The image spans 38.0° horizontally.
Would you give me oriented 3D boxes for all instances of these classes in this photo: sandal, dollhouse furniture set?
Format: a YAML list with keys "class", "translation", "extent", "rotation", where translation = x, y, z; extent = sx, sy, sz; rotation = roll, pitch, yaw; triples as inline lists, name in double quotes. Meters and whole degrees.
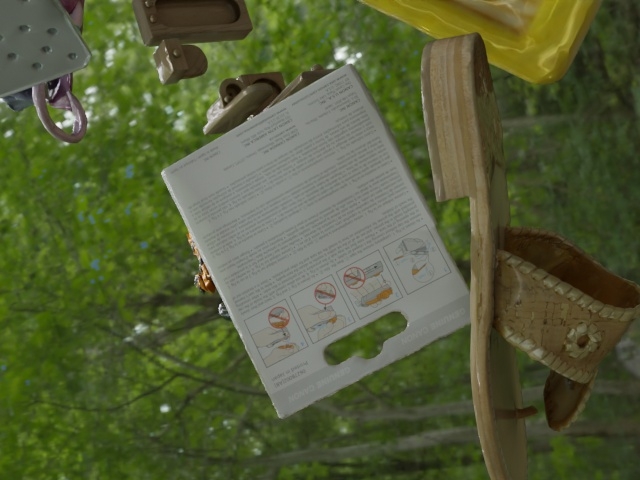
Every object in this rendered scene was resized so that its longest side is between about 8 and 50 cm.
- class: "sandal"
  translation: [0.108, 0.021, 0.428]
  extent: [0.088, 0.079, 0.240]
  rotation: [-54, -47, -61]
- class: "dollhouse furniture set"
  translation: [-0.080, -0.197, 0.905]
  extent: [0.144, 0.123, 0.151]
  rotation: [-12, -100, -32]

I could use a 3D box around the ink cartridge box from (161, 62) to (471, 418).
- class: "ink cartridge box"
  translation: [0.000, 0.000, 0.740]
  extent: [0.224, 0.181, 0.056]
  rotation: [63, -172, 7]

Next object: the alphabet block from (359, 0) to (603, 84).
- class: "alphabet block"
  translation: [0.094, -0.216, 0.539]
  extent: [0.194, 0.192, 0.197]
  rotation: [25, -164, 7]

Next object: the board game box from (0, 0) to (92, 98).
- class: "board game box"
  translation: [-0.488, -0.257, 0.927]
  extent: [0.390, 0.390, 0.050]
  rotation: [67, -175, -57]

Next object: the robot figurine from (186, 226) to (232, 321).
- class: "robot figurine"
  translation: [-0.046, -0.035, 1.134]
  extent: [0.085, 0.291, 0.211]
  rotation: [45, -169, -42]

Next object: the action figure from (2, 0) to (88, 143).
- class: "action figure"
  translation: [-0.323, -0.359, 1.183]
  extent: [0.370, 0.276, 0.248]
  rotation: [-48, -23, -10]
